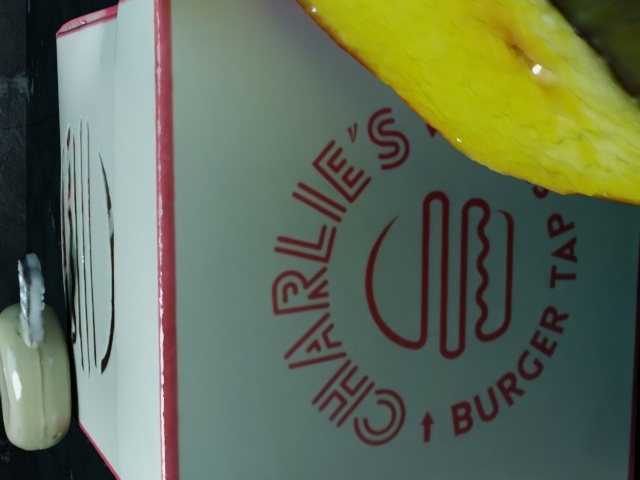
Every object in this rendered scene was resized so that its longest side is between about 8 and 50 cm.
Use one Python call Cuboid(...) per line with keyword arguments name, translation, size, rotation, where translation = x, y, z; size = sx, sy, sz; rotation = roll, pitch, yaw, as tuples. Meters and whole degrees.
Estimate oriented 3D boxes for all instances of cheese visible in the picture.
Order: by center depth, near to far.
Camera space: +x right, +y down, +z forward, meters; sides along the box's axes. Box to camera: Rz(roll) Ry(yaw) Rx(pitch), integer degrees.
Cuboid(name="cheese", translation=(-0.206, 0.074, 0.710), size=(0.092, 0.047, 0.171), rotation=(-132, 40, -52))

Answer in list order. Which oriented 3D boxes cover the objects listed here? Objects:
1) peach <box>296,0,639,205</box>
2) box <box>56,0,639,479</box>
Cuboid(name="peach", translation=(0.122, -0.203, 0.426), size=(0.242, 0.306, 0.380), rotation=(161, 126, -76))
Cuboid(name="box", translation=(0.000, 0.000, 0.669), size=(0.300, 0.312, 0.314), rotation=(-163, 72, -65))
